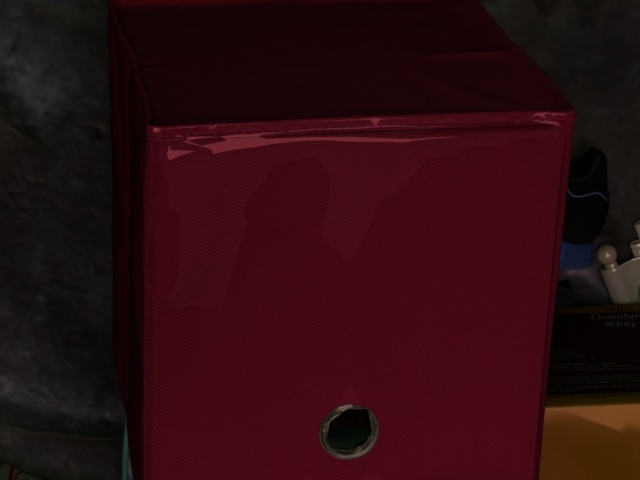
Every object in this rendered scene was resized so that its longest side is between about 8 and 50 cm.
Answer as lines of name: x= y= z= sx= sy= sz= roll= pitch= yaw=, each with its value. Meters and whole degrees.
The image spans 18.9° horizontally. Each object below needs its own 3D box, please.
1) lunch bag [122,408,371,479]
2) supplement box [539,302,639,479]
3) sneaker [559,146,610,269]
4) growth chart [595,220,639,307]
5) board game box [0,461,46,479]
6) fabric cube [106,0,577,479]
lunch bag: x=-0.015 y=0.209 z=1.346 sx=0.279 sy=0.108 sz=0.224 roll=17 pitch=117 yaw=34
supplement box: x=0.191 y=0.140 z=1.401 sx=0.191 sy=0.194 sz=0.129 roll=-3 pitch=108 yaw=3
sneaker: x=0.100 y=-0.039 z=1.415 sx=0.232 sy=0.081 sz=0.090 roll=6 pitch=103 yaw=-13
growth chart: x=0.332 y=0.019 z=1.477 sx=0.237 sy=0.021 sz=0.172 roll=-32 pitch=106 yaw=7
board game box: x=-0.245 y=0.277 z=1.496 sx=0.146 sy=0.045 sz=0.193 roll=24 pitch=103 yaw=-11
fabric cube: x=0.000 y=0.000 z=1.222 sx=0.254 sy=0.259 sz=0.258 roll=-2 pitch=114 yaw=-10
